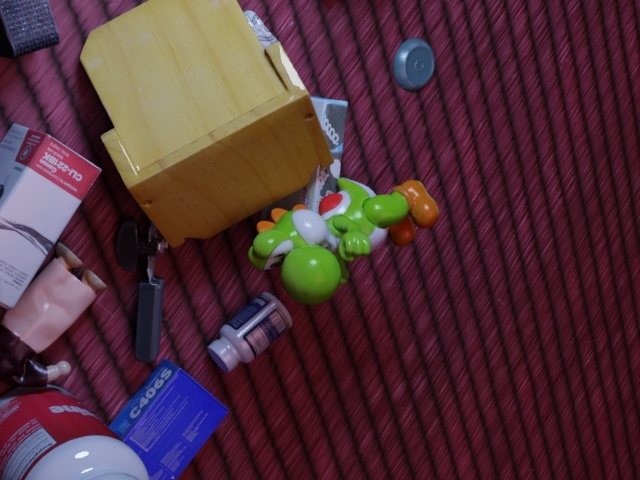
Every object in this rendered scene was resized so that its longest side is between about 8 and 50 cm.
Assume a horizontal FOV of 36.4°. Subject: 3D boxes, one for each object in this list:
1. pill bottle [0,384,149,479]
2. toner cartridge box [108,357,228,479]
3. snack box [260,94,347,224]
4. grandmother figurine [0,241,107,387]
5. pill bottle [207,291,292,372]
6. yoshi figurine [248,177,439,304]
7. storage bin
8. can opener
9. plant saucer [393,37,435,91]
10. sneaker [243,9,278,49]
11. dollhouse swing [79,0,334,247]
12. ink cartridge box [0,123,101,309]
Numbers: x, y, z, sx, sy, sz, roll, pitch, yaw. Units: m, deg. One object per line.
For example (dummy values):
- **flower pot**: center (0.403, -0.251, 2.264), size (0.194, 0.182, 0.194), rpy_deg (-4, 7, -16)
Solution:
- **pill bottle**: center (-0.433, 0.413, 1.661), size (0.229, 0.407, 0.229), rpy_deg (-10, 108, -33)
- **toner cartridge box**: center (-0.353, 0.422, 1.929), size (0.348, 0.075, 0.165), rpy_deg (-51, 124, -14)
- **snack box**: center (-0.038, -0.127, 1.942), size (0.060, 0.187, 0.322), rpy_deg (-1, 103, -35)
- **grandmother figurine**: center (-0.533, 0.177, 1.730), size (0.208, 0.104, 0.342), rpy_deg (45, 76, -6)
- **pill bottle**: center (-0.148, 0.192, 2.005), size (0.169, 0.094, 0.094), rpy_deg (-40, 121, -21)
- **yoshi figurine**: center (0.047, 0.018, 1.808), size (0.362, 0.203, 0.204), rpy_deg (-18, 118, -28)
- **storage bin**: center (-0.505, -0.395, 1.579), size (0.084, 0.122, 0.180), rpy_deg (-25, 115, -29)
- **can opener**: center (-0.341, 0.094, 1.869), size (0.093, 0.074, 0.281), rpy_deg (1, 102, -1)
- **plant saucer**: center (0.214, -0.389, 2.158), size (0.119, 0.021, 0.119), rpy_deg (-9, 107, -34)
- **sneaker**: center (-0.125, -0.310, 1.894), size (0.145, 0.090, 0.270), rpy_deg (-36, 118, -20)
- **dollhouse swing**: center (-0.218, -0.238, 1.779), size (0.346, 0.305, 0.315), rpy_deg (-29, 149, -3)
- **ink cartridge box**: center (-0.512, -0.044, 1.619), size (0.114, 0.197, 0.273), rpy_deg (35, 80, -35)
